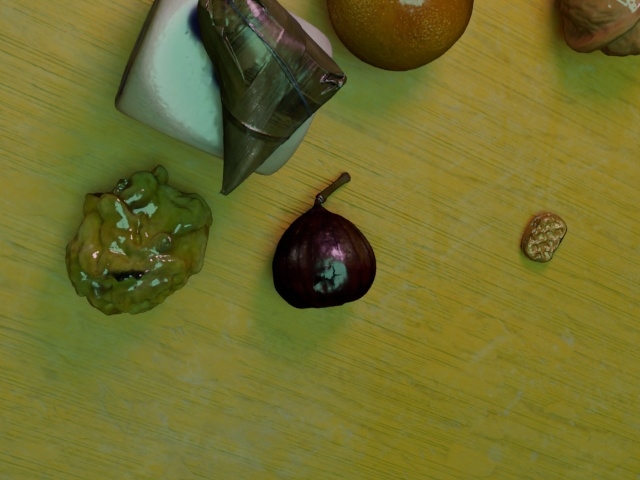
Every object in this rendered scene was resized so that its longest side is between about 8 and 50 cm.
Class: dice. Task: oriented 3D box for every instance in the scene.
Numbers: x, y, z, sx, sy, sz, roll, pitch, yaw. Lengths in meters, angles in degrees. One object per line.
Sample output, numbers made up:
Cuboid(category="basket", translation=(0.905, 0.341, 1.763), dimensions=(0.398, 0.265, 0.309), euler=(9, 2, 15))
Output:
Cuboid(category="dice", translation=(-0.172, -0.288, 1.609), dimensions=(0.304, 0.304, 0.277), euler=(22, 97, -17))

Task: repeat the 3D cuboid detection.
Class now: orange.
Cuboid(category="orange", translation=(0.140, -0.444, 1.670), dimensions=(0.274, 0.274, 0.274), euler=(-3, 104, -13))

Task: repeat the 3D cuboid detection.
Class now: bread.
Cuboid(category="bread", translation=(0.475, -0.007, 1.966), dimensions=(0.083, 0.044, 0.111), euler=(24, 99, -16))

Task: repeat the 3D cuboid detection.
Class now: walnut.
Cuboid(category="walnut", translation=(0.568, -0.461, 1.773), dimensions=(0.224, 0.257, 0.257), euler=(40, 92, -19))

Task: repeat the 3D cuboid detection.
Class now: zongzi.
Cuboid(category="zongzi", translation=(-0.136, -0.239, 1.407), dimensions=(0.274, 0.125, 0.251), euler=(-45, 110, 6))

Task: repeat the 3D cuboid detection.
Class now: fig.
Cuboid(category="fig", translation=(-0.001, 0.008, 1.791), dimensions=(0.203, 0.186, 0.250), euler=(-9, 98, 8))

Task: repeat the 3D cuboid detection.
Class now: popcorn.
Cuboid(category="popcorn", translation=(-0.333, 0.002, 1.693), dimensions=(0.286, 0.215, 0.252), euler=(-31, 76, -6))
